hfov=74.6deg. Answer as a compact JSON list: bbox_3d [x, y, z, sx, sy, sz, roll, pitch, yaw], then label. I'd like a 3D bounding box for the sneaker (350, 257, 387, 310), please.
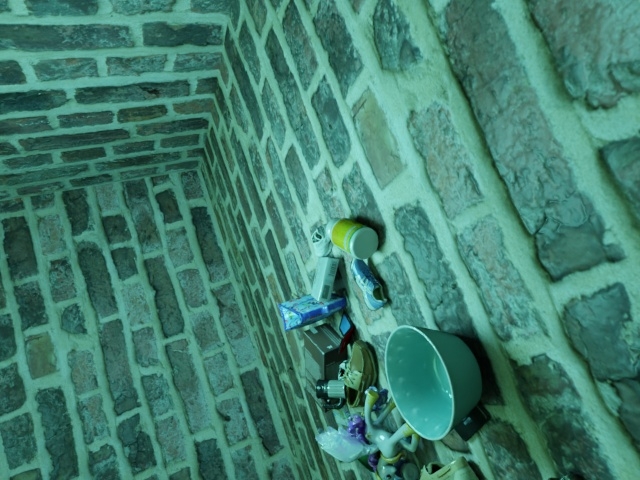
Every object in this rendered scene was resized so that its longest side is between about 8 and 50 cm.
[{"bbox_3d":[0.181,0.151,1.536,0.211,0.080,0.081,63,148,4],"label":"sneaker"}]

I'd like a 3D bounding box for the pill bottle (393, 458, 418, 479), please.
[{"bbox_3d":[0.325,0.899,1.649,0.120,0.067,0.066,-38,69,63],"label":"pill bottle"}]

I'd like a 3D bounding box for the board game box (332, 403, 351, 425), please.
[{"bbox_3d":[0.106,0.885,2.143,0.154,0.026,0.103,-37,70,63],"label":"board game box"}]

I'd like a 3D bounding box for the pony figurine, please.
[{"bbox_3d":[0.206,0.743,1.604,0.351,0.303,0.363,31,116,36],"label":"pony figurine"}]

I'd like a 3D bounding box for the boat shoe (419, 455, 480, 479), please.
[{"bbox_3d":[0.397,0.795,1.399,0.341,0.122,0.110,-55,49,46],"label":"boat shoe"}]

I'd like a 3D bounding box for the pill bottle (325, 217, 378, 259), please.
[{"bbox_3d":[0.108,-0.016,1.534,0.208,0.118,0.117,31,131,56],"label":"pill bottle"}]

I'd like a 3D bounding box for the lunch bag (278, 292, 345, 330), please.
[{"bbox_3d":[-0.030,0.316,1.879,0.293,0.221,0.138,-20,86,65],"label":"lunch bag"}]

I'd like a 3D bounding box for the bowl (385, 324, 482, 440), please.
[{"bbox_3d":[0.336,0.383,1.202,0.312,0.163,0.311,173,90,-67],"label":"bowl"}]

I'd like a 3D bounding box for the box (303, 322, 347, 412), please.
[{"bbox_3d":[0.023,0.615,2.034,0.191,0.143,0.380,37,137,50],"label":"box"}]

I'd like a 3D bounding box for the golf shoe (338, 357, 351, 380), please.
[{"bbox_3d":[0.114,0.619,1.913,0.067,0.086,0.185,39,138,51],"label":"golf shoe"}]

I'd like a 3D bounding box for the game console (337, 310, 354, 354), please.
[{"bbox_3d":[0.093,0.406,1.844,0.085,0.124,0.143,30,136,21],"label":"game console"}]

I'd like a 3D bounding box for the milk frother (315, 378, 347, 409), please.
[{"bbox_3d":[0.064,0.682,1.879,0.143,0.135,0.129,20,-114,-69],"label":"milk frother"}]

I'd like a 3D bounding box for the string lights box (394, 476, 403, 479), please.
[{"bbox_3d":[0.348,1.003,1.586,0.260,0.077,0.133,-24,50,65],"label":"string lights box"}]

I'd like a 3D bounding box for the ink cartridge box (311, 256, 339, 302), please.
[{"bbox_3d":[0.016,0.166,1.835,0.232,0.066,0.188,151,132,-84],"label":"ink cartridge box"}]

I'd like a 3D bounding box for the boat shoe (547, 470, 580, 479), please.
[{"bbox_3d":[0.566,0.592,1.003,0.049,0.056,0.152,63,143,35],"label":"boat shoe"}]

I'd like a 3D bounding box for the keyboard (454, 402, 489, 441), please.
[{"bbox_3d":[0.436,0.525,1.267,0.108,0.023,0.180,49,144,32],"label":"keyboard"}]

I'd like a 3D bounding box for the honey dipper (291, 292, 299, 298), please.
[{"bbox_3d":[-0.124,0.318,2.308,0.161,0.031,0.030,17,118,64],"label":"honey dipper"}]

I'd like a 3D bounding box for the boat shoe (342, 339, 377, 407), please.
[{"bbox_3d":[0.159,0.573,1.750,0.123,0.120,0.323,31,131,56],"label":"boat shoe"}]

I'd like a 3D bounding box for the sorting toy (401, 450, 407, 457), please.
[{"bbox_3d":[0.307,0.822,1.689,0.083,0.045,0.075,164,110,-65],"label":"sorting toy"}]

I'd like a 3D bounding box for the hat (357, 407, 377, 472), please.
[{"bbox_3d":[0.239,0.898,1.882,0.208,0.183,0.173,40,-179,-30],"label":"hat"}]

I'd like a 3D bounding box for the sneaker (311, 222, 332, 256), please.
[{"bbox_3d":[0.000,0.000,1.795,0.090,0.095,0.235,61,153,24],"label":"sneaker"}]
